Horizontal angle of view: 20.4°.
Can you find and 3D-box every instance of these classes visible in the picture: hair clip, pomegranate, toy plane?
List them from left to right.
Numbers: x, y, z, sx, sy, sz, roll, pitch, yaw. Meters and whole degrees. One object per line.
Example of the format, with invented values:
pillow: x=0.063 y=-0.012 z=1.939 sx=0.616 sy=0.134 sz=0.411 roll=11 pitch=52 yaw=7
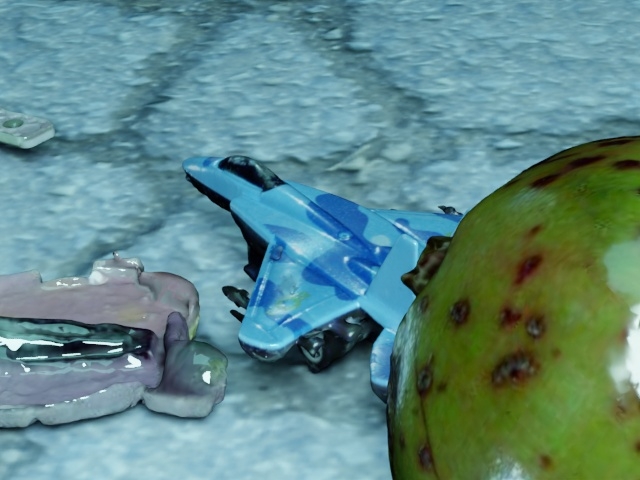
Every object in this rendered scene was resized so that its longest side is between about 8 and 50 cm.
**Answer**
hair clip: x=-0.140 y=0.046 z=0.848 sx=0.187 sy=0.056 sz=0.146 roll=2 pitch=25 yaw=-6
toy plane: x=0.001 y=0.007 z=0.869 sx=0.169 sy=0.078 sz=0.246 roll=-22 pitch=25 yaw=-31
pomegranate: x=0.138 y=0.070 z=0.619 sx=0.248 sy=0.202 sz=0.202 roll=28 pitch=31 yaw=1

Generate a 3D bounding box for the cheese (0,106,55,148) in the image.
cheese: x=-0.242 y=-0.084 z=1.130 sx=0.192 sy=0.037 sz=0.097 roll=17 pitch=34 yaw=35
